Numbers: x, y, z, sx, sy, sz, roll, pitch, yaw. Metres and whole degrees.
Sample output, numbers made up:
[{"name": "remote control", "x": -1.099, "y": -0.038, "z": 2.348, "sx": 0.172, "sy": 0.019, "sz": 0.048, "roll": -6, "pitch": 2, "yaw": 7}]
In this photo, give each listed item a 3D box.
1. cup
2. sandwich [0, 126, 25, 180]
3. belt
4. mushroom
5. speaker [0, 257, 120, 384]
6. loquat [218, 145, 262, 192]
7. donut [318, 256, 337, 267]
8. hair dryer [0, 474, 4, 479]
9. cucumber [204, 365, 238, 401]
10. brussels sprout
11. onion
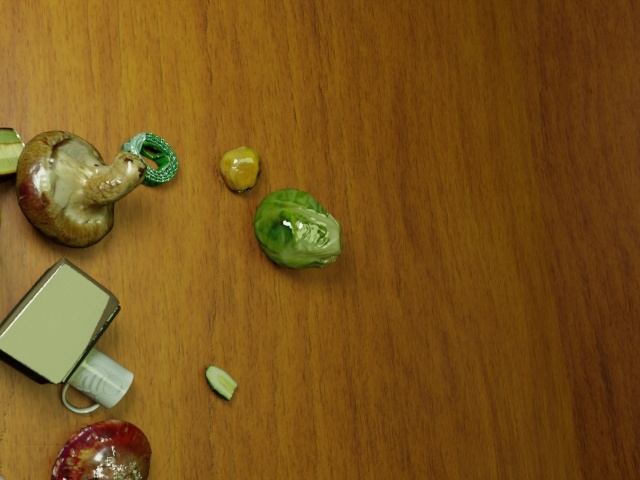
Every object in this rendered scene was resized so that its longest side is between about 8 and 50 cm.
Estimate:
[{"name": "cup", "x": -0.530, "y": 0.333, "z": 1.376, "sx": 0.133, "sy": 0.099, "sz": 0.136, "roll": 45, "pitch": 53, "yaw": -24}, {"name": "sandwich", "x": -0.701, "y": -0.198, "z": 1.296, "sx": 0.144, "sy": 0.187, "sz": 0.117, "roll": -35, "pitch": 104, "yaw": -32}, {"name": "belt", "x": -0.451, "y": -0.219, "z": 1.568, "sx": 0.151, "sy": 0.079, "sz": 0.121, "roll": 47, "pitch": 56, "yaw": -21}, {"name": "mushroom", "x": -0.566, "y": -0.125, "z": 1.352, "sx": 0.267, "sy": 0.254, "sz": 0.267, "roll": 18, "pitch": 58, "yaw": -31}, {"name": "speaker", "x": -0.596, "y": 0.183, "z": 1.314, "sx": 0.192, "sy": 0.153, "sz": 0.231, "roll": 43, "pitch": 57, "yaw": -20}, {"name": "loquat", "x": -0.231, "y": -0.206, "z": 1.728, "sx": 0.137, "sy": 0.113, "sz": 0.137, "roll": -17, "pitch": 111, "yaw": -52}, {"name": "donut", "x": 0.000, "y": 0.000, "z": 1.900, "sx": 0.175, "sy": 0.068, "sz": 0.174, "roll": 9, "pitch": 76, "yaw": -39}, {"name": "hair dryer", "x": -0.755, "y": 0.437, "z": 1.192, "sx": 0.344, "sy": 0.107, "sz": 0.189, "roll": 47, "pitch": 53, "yaw": -33}, {"name": "cucumber", "x": -0.281, "y": 0.387, "z": 1.612, "sx": 0.107, "sy": 0.035, "sz": 0.067, "roll": 49, "pitch": 37, "yaw": -19}, {"name": "brussels sprout", "x": -0.063, "y": -0.024, "z": 1.742, "sx": 0.271, "sy": 0.210, "sz": 0.219, "roll": 13, "pitch": 63, "yaw": 2}, {"name": "onion", "x": -0.485, "y": 0.527, "z": 1.335, "sx": 0.230, "sy": 0.163, "sz": 0.229, "roll": 2, "pitch": 87, "yaw": -34}]
